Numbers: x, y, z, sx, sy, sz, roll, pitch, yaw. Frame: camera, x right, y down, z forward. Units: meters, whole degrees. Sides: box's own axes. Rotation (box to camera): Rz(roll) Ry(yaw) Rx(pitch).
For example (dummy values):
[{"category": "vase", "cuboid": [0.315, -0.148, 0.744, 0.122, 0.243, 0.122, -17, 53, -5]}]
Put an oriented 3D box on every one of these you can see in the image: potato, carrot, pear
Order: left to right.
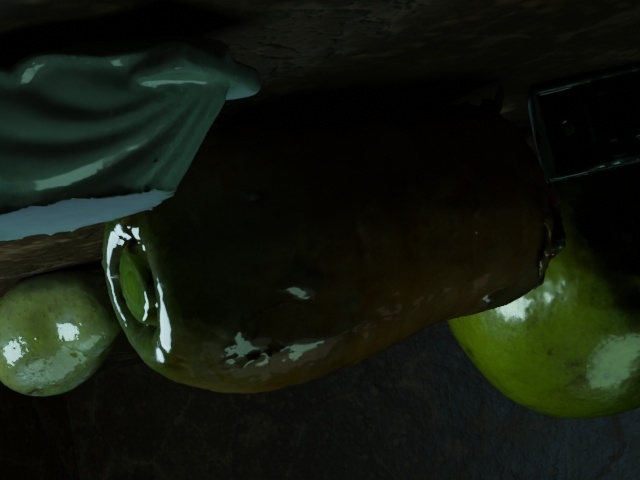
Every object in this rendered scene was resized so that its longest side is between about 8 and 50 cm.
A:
[{"category": "potato", "cuboid": [-0.329, 0.110, 1.892, 0.194, 0.157, 0.157, -27, 166, 31]}, {"category": "carrot", "cuboid": [0.000, 0.000, 1.237, 0.341, 0.224, 0.224, -15, 176, -26]}, {"category": "pear", "cuboid": [0.320, 0.056, 1.814, 0.352, 0.352, 0.413, -10, -177, -12]}]

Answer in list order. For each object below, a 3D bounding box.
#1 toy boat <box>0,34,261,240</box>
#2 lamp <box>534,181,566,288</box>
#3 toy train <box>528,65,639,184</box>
[{"category": "toy boat", "cuboid": [-0.182, -0.058, 0.930, 0.290, 0.100, 0.199, -12, 174, 25]}, {"category": "lamp", "cuboid": [0.125, -0.012, 1.509, 0.274, 0.177, 0.177, -6, 171, -42]}, {"category": "toy train", "cuboid": [0.393, -0.131, 1.324, 0.407, 0.086, 0.088, -12, 172, 3]}]
